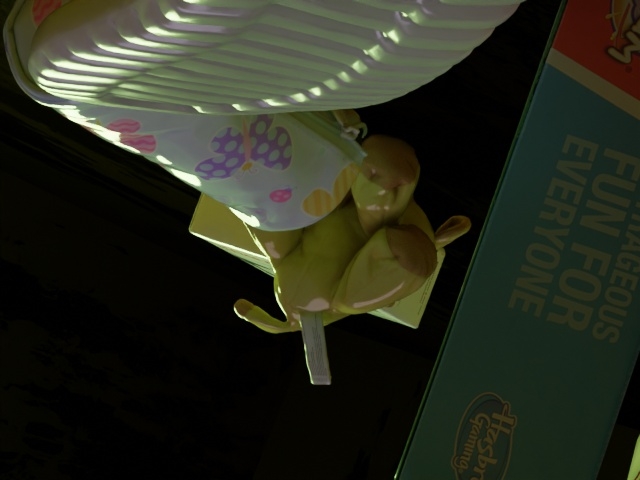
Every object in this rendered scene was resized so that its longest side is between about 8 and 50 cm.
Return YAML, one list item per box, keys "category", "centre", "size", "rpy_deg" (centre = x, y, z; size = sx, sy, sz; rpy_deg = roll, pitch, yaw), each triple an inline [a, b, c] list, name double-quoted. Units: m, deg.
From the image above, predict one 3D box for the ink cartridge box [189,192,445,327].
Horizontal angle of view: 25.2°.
- category: "ink cartridge box"
  centre: [0.000, 0.000, 1.515]
  size: [0.172, 0.100, 0.237]
  rpy_deg: [17, 172, 32]

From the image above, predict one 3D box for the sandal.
- category: "sandal"
  centre: [-0.015, -0.122, 0.609]
  size: [0.169, 0.102, 0.416]
  rpy_deg: [7, 174, -22]

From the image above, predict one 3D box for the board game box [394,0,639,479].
- category: "board game box"
  centre: [0.102, 0.010, 0.637]
  size: [0.064, 0.242, 0.316]
  rpy_deg: [19, 174, 7]

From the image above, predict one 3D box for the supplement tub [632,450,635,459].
- category: "supplement tub"
  centre: [0.520, 0.277, 1.540]
  size: [0.316, 0.228, 0.228]
  rpy_deg: [23, 174, -11]

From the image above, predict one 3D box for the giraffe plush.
- category: "giraffe plush"
  centre: [0.038, -0.004, 1.195]
  size: [0.181, 0.210, 0.170]
  rpy_deg: [15, -160, 27]

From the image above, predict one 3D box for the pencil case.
- category: "pencil case"
  centre: [-0.079, -0.095, 0.943]
  size: [0.124, 0.113, 0.273]
  rpy_deg: [6, 166, 34]

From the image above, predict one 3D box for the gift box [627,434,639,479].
- category: "gift box"
  centre: [0.393, 0.233, 1.193]
  size: [0.255, 0.276, 0.258]
  rpy_deg: [17, 137, 3]
